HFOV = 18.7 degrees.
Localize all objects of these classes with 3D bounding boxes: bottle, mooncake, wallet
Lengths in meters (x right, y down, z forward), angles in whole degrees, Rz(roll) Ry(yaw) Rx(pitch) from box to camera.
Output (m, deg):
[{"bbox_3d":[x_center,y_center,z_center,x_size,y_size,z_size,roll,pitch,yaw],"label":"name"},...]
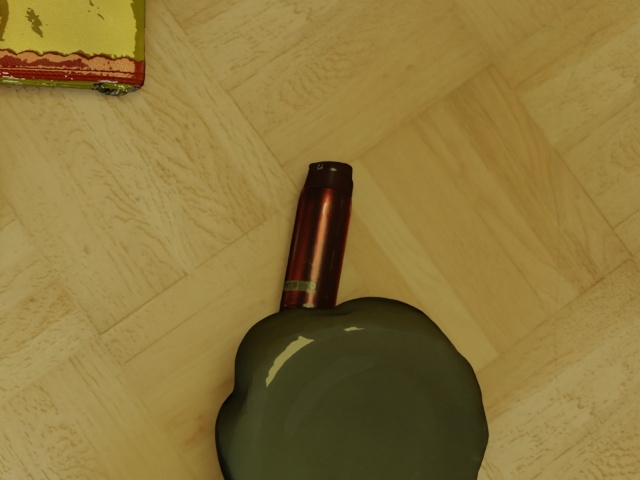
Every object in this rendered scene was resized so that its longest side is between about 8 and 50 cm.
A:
[{"bbox_3d":[0.000,0.000,1.947,0.060,0.060,0.164,11,79,-8],"label":"bottle"},{"bbox_3d":[0.028,0.180,1.868,0.275,0.135,0.275,-2,97,-14],"label":"mooncake"},{"bbox_3d":[-0.292,-0.219,1.926,0.241,0.067,0.141,1,83,-10],"label":"wallet"}]
